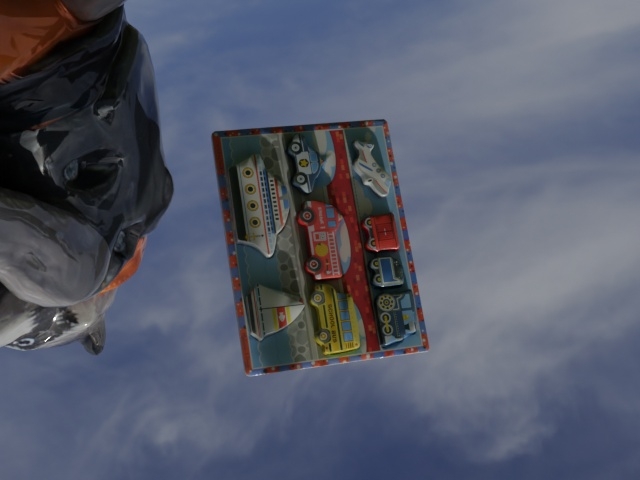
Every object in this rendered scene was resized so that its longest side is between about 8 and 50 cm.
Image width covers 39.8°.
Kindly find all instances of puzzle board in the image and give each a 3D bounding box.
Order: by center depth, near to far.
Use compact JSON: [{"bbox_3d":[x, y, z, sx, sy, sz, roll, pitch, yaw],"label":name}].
[{"bbox_3d":[0.000,0.000,0.455,0.096,0.011,0.128,-6,-104,-15],"label":"puzzle board"}]

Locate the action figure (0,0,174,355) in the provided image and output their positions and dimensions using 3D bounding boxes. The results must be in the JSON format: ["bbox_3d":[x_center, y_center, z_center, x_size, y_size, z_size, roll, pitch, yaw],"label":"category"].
[{"bbox_3d":[-0.119,-0.032,0.318,0.178,0.330,0.341,6,-123,-6],"label":"action figure"}]
